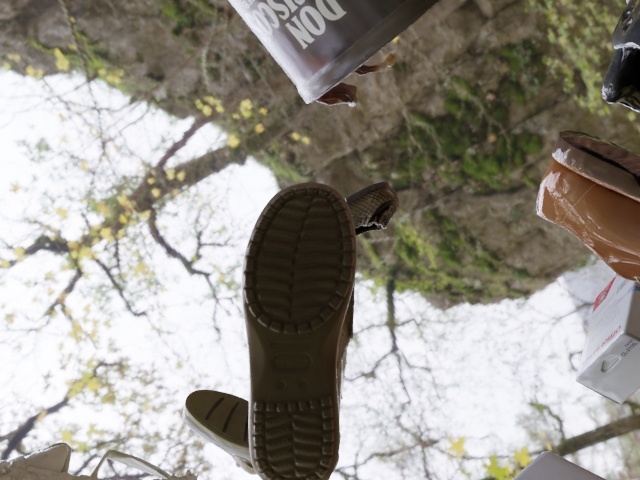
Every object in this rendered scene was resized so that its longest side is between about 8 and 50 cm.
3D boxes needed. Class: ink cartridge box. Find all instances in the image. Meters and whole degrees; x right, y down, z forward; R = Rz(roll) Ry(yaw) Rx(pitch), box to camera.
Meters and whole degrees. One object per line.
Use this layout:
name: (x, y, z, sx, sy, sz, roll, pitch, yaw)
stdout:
ink cartridge box: (0.425, 0.117, 1.076, 0.072, 0.127, 0.175, 29, -133, 5)

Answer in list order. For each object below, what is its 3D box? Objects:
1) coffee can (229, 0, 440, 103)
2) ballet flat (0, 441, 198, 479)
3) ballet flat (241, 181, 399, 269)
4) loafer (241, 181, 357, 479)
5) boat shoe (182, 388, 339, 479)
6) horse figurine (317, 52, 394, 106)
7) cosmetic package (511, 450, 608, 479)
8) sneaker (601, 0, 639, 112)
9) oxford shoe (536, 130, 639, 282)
coffee can: (-0.018, -0.277, 0.610, 0.275, 0.201, 0.201, 50, -157, -9)
ballet flat: (-0.384, 0.401, 1.269, 0.408, 0.147, 0.147, 13, -142, -10)
ballet flat: (0.000, 0.000, 1.088, 0.058, 0.249, 0.084, 65, -163, 12)
loafer: (-0.021, 0.082, 0.701, 0.092, 0.101, 0.269, 92, -177, -77)
boat shoe: (-0.121, 0.380, 1.453, 0.302, 0.103, 0.113, 25, -145, 3)
horse figurine: (-0.001, -0.279, 0.986, 0.066, 0.174, 0.263, 29, 137, 55)
cosmetic package: (0.287, 0.480, 0.737, 0.329, 0.393, 0.327, -27, -60, -33)
sneaker: (0.258, -0.182, 0.494, 0.185, 0.202, 0.483, 26, -128, -10)
oxford shoe: (0.241, 0.004, 0.525, 0.076, 0.076, 0.212, -12, -141, -46)
